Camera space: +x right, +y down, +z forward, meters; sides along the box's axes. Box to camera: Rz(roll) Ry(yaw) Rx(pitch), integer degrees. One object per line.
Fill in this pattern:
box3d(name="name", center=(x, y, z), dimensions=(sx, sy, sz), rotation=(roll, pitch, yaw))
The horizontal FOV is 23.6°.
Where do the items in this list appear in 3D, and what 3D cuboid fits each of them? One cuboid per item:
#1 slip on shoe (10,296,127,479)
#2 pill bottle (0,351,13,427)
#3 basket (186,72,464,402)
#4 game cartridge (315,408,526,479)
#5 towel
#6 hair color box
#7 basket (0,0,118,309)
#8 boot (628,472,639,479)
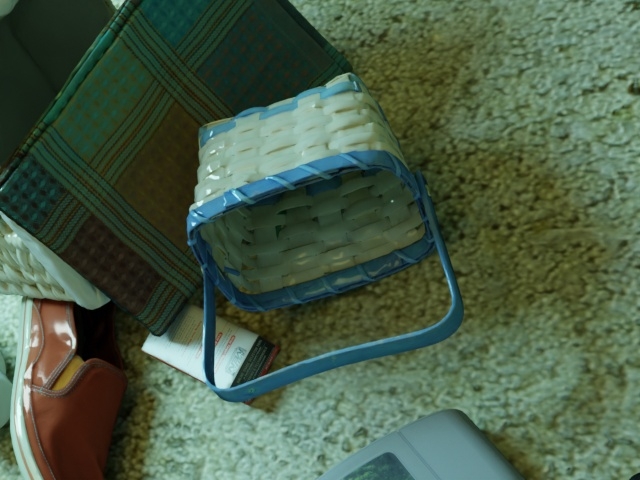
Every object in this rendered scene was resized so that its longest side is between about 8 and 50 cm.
box3d(name="slip on shoe", center=(-0.262, 0.169, 1.653), dimensions=(0.101, 0.123, 0.331), rotation=(-23, 50, 20))
box3d(name="pill bottle", center=(-0.432, 0.146, 1.785), dimensions=(0.112, 0.112, 0.186), rotation=(-52, 49, 2))
box3d(name="basket", center=(0.000, 0.000, 1.483), dimensions=(0.254, 0.201, 0.289), rotation=(-16, 50, 14))
box3d(name="game cartridge", center=(0.052, 0.285, 1.355), dimensions=(0.294, 0.060, 0.196), rotation=(-37, 45, -7))
box3d(name="towel", center=(-0.143, -0.117, 1.585), dimensions=(0.040, 0.271, 0.370), rotation=(17, 69, 53))
box3d(name="hair color box", center=(-0.118, 0.115, 1.621), dimensions=(0.141, 0.043, 0.072), rotation=(22, 80, 42))
box3d(name="basket", center=(-0.329, -0.150, 1.681), dimensions=(0.266, 0.328, 0.331), rotation=(2, 49, 39))
box3d(name="boot", center=(0.318, 0.174, 1.277), dimensions=(0.121, 0.045, 0.099), rotation=(2, 70, 28))
